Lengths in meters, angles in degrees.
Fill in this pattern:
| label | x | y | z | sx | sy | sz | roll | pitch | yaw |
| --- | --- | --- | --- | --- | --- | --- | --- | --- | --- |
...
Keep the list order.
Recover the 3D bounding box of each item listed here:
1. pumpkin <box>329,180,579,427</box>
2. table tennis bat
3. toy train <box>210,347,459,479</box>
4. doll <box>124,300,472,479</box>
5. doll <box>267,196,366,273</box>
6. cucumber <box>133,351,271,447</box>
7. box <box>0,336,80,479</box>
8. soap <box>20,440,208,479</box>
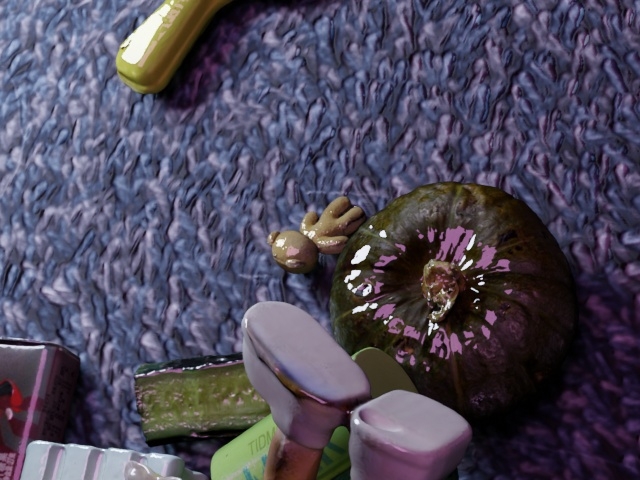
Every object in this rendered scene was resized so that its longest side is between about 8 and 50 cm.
| label | x | y | z | sx | sy | sz | roll | pitch | yaw |
| --- | --- | --- | --- | --- | --- | --- | --- | --- | --- |
| pumpkin | 0.114 | 0.053 | 1.723 | 0.224 | 0.157 | 0.223 | -5 | 64 | 10 |
| table tennis bat | -0.080 | -0.298 | 2.012 | 0.224 | 0.054 | 0.368 | 35 | 81 | 31 |
| toy train | 0.005 | 0.191 | 1.684 | 0.253 | 0.105 | 0.157 | -38 | 78 | 41 |
| doll | -0.036 | 0.262 | 1.579 | 0.423 | 0.161 | 0.348 | -47 | 56 | 38 |
| doll | -0.002 | -0.006 | 1.856 | 0.093 | 0.051 | 0.061 | -48 | 53 | -4 |
| cucumber | -0.062 | 0.137 | 1.822 | 0.211 | 0.062 | 0.078 | -9 | 95 | 12 |
| box | -0.308 | 0.206 | 1.884 | 0.120 | 0.069 | 0.224 | 4 | 72 | 24 |
| soap | -0.208 | 0.322 | 1.781 | 0.160 | 0.087 | 0.265 | 2 | 69 | 23 |
